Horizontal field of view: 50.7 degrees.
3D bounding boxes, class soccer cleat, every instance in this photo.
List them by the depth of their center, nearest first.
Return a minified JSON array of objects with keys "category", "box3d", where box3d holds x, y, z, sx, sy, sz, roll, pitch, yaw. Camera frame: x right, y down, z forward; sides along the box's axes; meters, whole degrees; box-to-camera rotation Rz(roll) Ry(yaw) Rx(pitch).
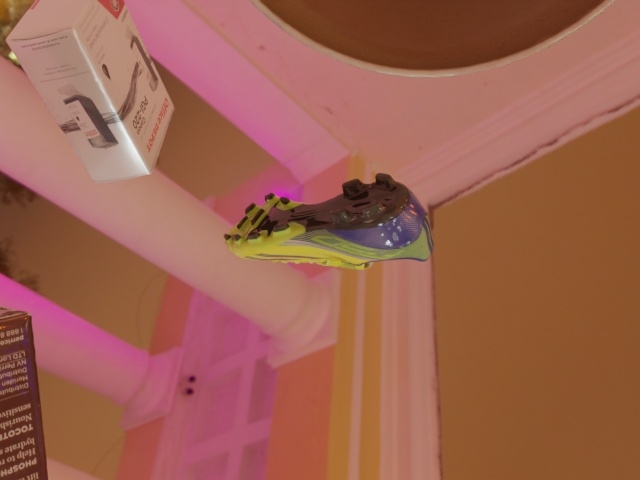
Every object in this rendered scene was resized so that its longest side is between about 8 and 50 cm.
[{"category":"soccer cleat","box3d":[0.000,0.001,0.802,0.289,0.121,0.093,-8,-138,40]}]

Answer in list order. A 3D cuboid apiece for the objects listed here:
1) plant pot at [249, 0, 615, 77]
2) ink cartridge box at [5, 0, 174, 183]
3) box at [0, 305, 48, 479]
[{"category":"plant pot","box3d":[0.067,-0.257,0.426,0.284,0.284,0.191,-43,-169,17]},{"category":"ink cartridge box","box3d":[-0.282,-0.206,0.871,0.092,0.218,0.159,-7,-136,11]},{"category":"box","box3d":[-0.360,0.251,0.647,0.191,0.143,0.382,6,-80,41]}]
